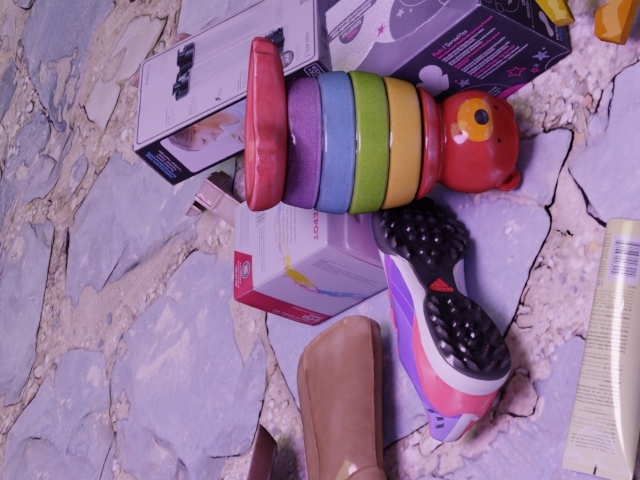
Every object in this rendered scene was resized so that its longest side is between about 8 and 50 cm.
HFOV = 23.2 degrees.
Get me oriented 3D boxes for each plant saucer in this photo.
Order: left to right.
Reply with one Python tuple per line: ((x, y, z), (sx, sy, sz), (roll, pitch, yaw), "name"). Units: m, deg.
((-0.076, 0.295, 1.786), (0.168, 0.029, 0.168), (-168, 90, -89), "plant saucer")

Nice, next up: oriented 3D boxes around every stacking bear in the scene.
((0.068, -0.106, 1.644), (0.164, 0.289, 0.175), (104, 166, -63), "stacking bear")

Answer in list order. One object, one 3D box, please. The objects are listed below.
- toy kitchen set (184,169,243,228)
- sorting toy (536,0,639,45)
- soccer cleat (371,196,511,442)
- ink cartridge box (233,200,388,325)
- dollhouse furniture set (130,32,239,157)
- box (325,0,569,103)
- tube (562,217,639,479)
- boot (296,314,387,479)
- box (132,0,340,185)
((-0.134, -0.042, 2.102), (0.068, 0.075, 0.083), (-55, -3, 15), "toy kitchen set")
((0.296, -0.359, 1.612), (0.229, 0.041, 0.307), (18, 88, 33), "sorting toy")
((0.109, 0.070, 1.652), (0.318, 0.108, 0.116), (-110, 33, -47), "soccer cleat")
((0.000, 0.000, 1.806), (0.176, 0.127, 0.128), (-30, 50, 44), "ink cartridge box")
((-0.159, -0.208, 2.137), (0.144, 0.123, 0.151), (-52, 38, 24), "dollhouse furniture set")
((0.133, -0.235, 1.733), (0.247, 0.142, 0.163), (-34, 48, 40), "box")
((0.276, 0.101, 1.445), (0.070, 0.062, 0.240), (44, -123, -80), "tube")
((0.001, 0.253, 1.724), (0.236, 0.089, 0.270), (-38, 42, 33), "boot")
((-0.100, -0.206, 2.001), (0.290, 0.087, 0.169), (-24, 45, 24), "box")
